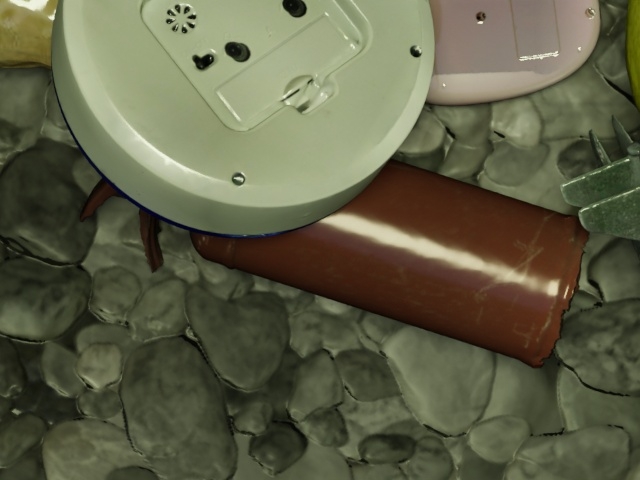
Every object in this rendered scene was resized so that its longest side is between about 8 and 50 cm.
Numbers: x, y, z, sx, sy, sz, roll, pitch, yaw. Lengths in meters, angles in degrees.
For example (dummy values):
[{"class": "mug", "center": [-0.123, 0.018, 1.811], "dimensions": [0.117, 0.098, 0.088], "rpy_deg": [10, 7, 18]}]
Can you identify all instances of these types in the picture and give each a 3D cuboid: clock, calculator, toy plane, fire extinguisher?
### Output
[{"class": "clock", "center": [-0.047, -0.120, 0.985], "dimensions": [0.230, 0.083, 0.230], "rpy_deg": [3, 77, -14]}, {"class": "calculator", "center": [0.101, -0.141, 1.061], "dimensions": [0.166, 0.024, 0.103], "rpy_deg": [-7, 106, 11]}, {"class": "toy plane", "center": [0.248, 0.055, 1.029], "dimensions": [0.088, 0.212, 0.267], "rpy_deg": [-28, 114, 5]}, {"class": "fire extinguisher", "center": [0.000, 0.000, 1.084], "dimensions": [0.337, 0.106, 0.147], "rpy_deg": [18, 131, 3]}]

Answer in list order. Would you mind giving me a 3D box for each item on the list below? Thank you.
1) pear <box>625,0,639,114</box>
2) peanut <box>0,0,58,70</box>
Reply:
[{"class": "pear", "center": [0.317, -0.131, 0.912], "dimensions": [0.294, 0.294, 0.294], "rpy_deg": [2, 107, 7]}, {"class": "peanut", "center": [-0.160, -0.152, 1.061], "dimensions": [0.227, 0.085, 0.104], "rpy_deg": [16, 88, 2]}]
